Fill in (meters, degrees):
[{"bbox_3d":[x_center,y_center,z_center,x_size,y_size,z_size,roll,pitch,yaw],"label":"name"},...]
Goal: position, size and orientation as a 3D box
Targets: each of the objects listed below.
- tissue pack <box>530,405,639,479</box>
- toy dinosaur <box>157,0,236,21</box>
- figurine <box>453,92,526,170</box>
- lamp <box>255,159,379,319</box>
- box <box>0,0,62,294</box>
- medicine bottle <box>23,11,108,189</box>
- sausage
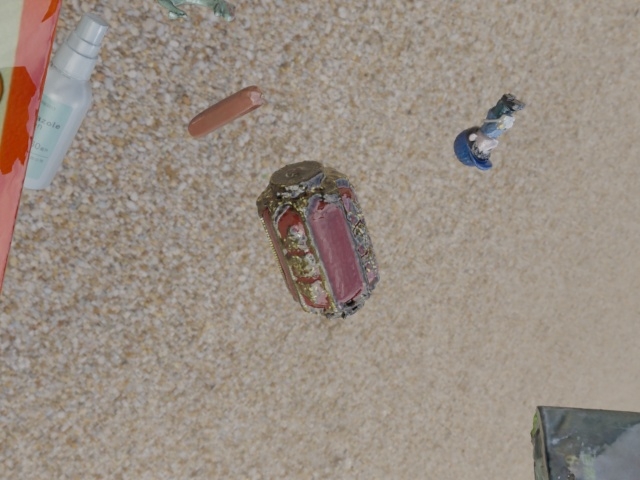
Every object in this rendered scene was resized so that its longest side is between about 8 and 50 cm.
[{"bbox_3d":[0.278,0.215,0.458,0.073,0.236,0.173,84,12,-52],"label":"tissue pack"},{"bbox_3d":[-0.189,-0.369,0.891,0.242,0.167,0.053,-90,-165,-54],"label":"toy dinosaur"},{"bbox_3d":[0.301,-0.195,1.156,0.086,0.087,0.149,-31,155,-53],"label":"figurine"},{"bbox_3d":[0.000,0.000,1.094,0.177,0.177,0.274,-37,121,-29],"label":"lamp"},{"bbox_3d":[-0.365,-0.123,0.407,0.257,0.318,0.348,-7,141,-41],"label":"box"},{"bbox_3d":[-0.490,-0.260,1.193,0.110,0.110,0.352,3,129,-53],"label":"medicine bottle"},{"bbox_3d":[-0.132,-0.176,0.883,0.035,0.147,0.030,51,42,-22],"label":"sausage"}]
